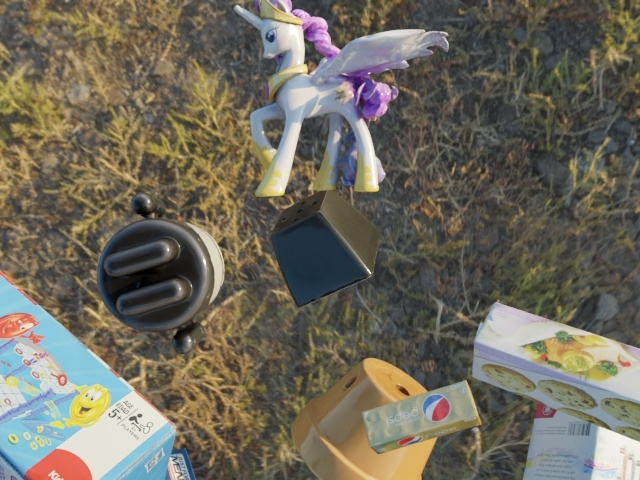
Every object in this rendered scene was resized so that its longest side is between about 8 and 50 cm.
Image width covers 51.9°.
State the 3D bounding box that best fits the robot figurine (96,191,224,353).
[{"bbox_3d":[-0.241,0.049,1.031,0.174,0.278,0.209,22,90,-1],"label":"robot figurine"}]

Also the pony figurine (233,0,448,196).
[{"bbox_3d":[0.025,-0.270,1.194,0.351,0.303,0.363,-3,98,-11],"label":"pony figurine"}]

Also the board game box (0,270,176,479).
[{"bbox_3d":[-0.270,0.158,0.521,0.302,0.308,0.086,36,42,16],"label":"board game box"}]

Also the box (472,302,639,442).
[{"bbox_3d":[0.307,0.148,0.627,0.324,0.067,0.063,19,50,27],"label":"box"}]

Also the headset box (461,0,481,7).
[{"bbox_3d":[-0.006,-0.187,0.119,0.246,0.283,0.131,43,107,-2],"label":"headset box"}]

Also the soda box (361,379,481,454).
[{"bbox_3d":[0.164,0.290,1.074,0.181,0.058,0.061,-19,56,8],"label":"soda box"}]

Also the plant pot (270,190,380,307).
[{"bbox_3d":[0.000,0.000,1.411,0.187,0.188,0.167,-25,110,23],"label":"plant pot"}]

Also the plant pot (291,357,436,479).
[{"bbox_3d":[0.114,0.381,1.346,0.291,0.291,0.203,38,102,19],"label":"plant pot"}]

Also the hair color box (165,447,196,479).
[{"bbox_3d":[-0.437,0.525,1.299,0.105,0.347,0.174,54,131,44],"label":"hair color box"}]

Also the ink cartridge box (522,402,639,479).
[{"bbox_3d":[0.367,0.307,0.885,0.127,0.128,0.176,26,67,-15],"label":"ink cartridge box"}]
